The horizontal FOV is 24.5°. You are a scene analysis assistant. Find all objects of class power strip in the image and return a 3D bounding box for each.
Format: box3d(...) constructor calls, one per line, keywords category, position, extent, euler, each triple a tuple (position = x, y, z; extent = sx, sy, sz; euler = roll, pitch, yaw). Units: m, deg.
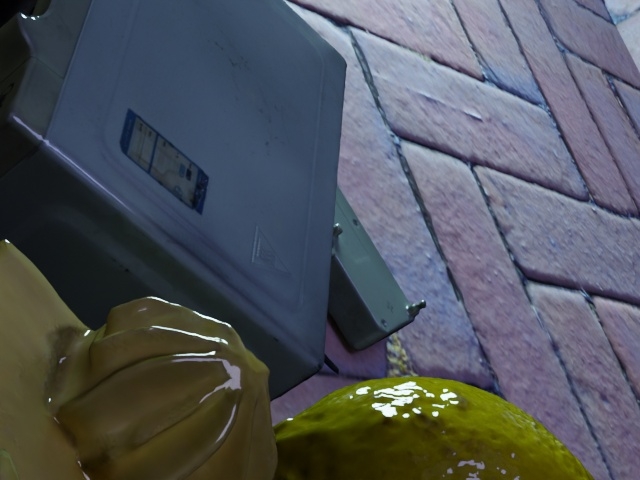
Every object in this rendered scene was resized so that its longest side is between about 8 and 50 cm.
box3d(category="power strip", position=(0.000, 0.000, 1.354), extent=(0.215, 0.061, 0.145), euler=(58, 27, 5))

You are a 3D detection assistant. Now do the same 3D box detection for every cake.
box3d(category="cake", position=(-0.174, 0.140, 0.694), extent=(0.222, 0.286, 0.227), euler=(49, 29, -11))

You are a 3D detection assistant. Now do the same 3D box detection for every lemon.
box3d(category="lemon", position=(0.074, 0.219, 1.032), extent=(0.310, 0.253, 0.253), euler=(36, 32, -12))

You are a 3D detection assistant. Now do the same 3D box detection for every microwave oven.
box3d(category="microwave oven", position=(-0.148, -0.050, 1.014), extent=(0.286, 0.218, 0.355), euler=(41, 31, -27))
